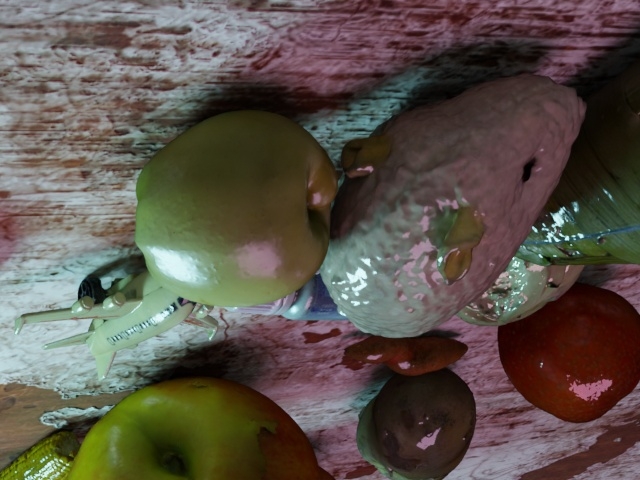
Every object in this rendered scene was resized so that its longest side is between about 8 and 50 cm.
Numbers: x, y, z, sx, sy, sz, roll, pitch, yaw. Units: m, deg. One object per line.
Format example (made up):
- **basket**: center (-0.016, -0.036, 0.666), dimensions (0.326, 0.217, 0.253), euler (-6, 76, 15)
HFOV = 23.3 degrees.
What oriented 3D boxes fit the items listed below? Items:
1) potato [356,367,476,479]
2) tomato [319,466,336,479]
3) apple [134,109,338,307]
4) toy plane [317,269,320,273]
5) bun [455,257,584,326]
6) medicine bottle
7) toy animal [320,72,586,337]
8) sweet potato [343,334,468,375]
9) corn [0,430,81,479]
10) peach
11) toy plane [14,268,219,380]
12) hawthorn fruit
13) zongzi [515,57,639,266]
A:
- **potato**: center (0.143, 0.266, 2.221), dimensions (0.165, 0.165, 0.262), euler (-9, 157, -17)
- **tomato**: center (-0.080, 0.439, 2.360), dimensions (0.256, 0.224, 0.256), euler (-6, 158, -2)
- **apple**: center (-0.077, -0.027, 1.452), dimensions (0.200, 0.200, 0.200), euler (-14, 155, -7)
- **toy plane**: center (0.000, 0.000, 1.674), dimensions (0.162, 0.065, 0.171), euler (-47, 158, 9)
- **bun**: center (0.218, 0.035, 1.834), dimensions (0.237, 0.116, 0.210), euler (5, 148, -43)
- **medicine bottle**: center (-0.017, 0.050, 1.755), dimensions (0.203, 0.083, 0.083), euler (1, 149, -36)
- **toy animal**: center (0.101, -0.022, 1.538), dimensions (0.226, 0.188, 0.358), euler (-24, 152, -46)
- **sweet potato**: center (0.120, 0.152, 2.084), dimensions (0.202, 0.058, 0.055), euler (5, 168, -41)
- **corn**: center (-0.387, 0.318, 2.091), dimensions (0.068, 0.068, 0.207), euler (7, 144, -41)
- **peach**: center (-0.155, 0.350, 1.976), dimensions (0.370, 0.370, 0.370), euler (-14, 155, -7)
- **toy plane**: center (-0.196, 0.074, 1.670), dimensions (0.242, 0.104, 0.256), euler (5, 147, -34)
- **hawthorn fruit**: center (0.316, 0.127, 2.041), dimensions (0.225, 0.196, 0.196), euler (38, 127, -24)
- **zongzi**: center (0.375, -0.001, 1.617), dimensions (0.323, 0.360, 0.160), euler (-37, -173, 44)
